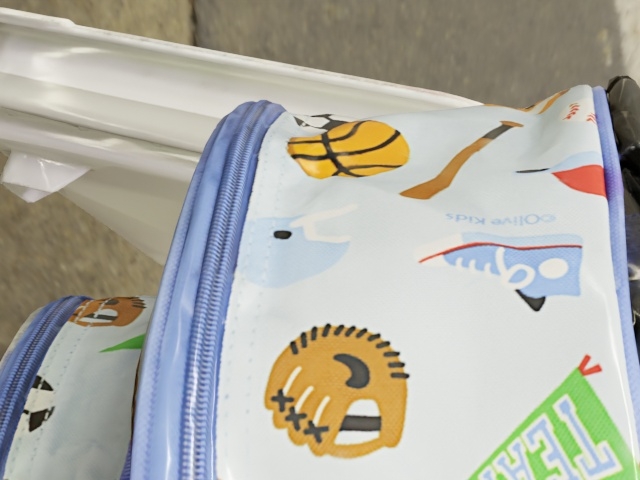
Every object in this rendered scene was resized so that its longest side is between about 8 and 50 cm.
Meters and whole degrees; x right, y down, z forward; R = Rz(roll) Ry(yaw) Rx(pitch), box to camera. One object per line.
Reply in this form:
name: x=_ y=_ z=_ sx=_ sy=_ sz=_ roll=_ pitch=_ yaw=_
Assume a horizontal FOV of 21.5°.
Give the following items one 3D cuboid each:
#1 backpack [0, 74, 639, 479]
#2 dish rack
backpack: x=0.018 y=0.094 z=0.430 sx=0.213 sy=0.276 sz=0.263 roll=2 pitch=119 yaw=-2
dish rack: x=0.000 y=0.000 z=0.810 sx=0.333 sy=0.285 sz=0.072 roll=13 pitch=73 yaw=32
